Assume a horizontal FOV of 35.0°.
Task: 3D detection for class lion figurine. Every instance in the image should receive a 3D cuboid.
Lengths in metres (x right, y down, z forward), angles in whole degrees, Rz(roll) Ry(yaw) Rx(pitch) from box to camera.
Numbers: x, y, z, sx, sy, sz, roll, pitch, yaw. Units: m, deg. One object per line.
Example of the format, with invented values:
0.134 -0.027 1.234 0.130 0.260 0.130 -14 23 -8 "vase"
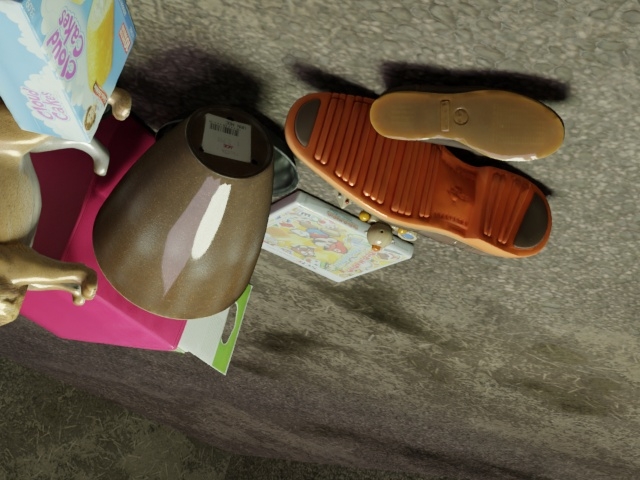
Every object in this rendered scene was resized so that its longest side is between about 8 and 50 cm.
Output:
-0.369 -0.047 1.174 0.240 0.392 0.142 11 172 -21 "lion figurine"

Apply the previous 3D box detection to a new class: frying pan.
-0.094 -0.086 1.388 0.197 0.053 0.326 4 156 28 "frying pan"

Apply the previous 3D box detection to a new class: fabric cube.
-0.333 -0.014 1.465 0.254 0.259 0.258 2 153 35 "fabric cube"

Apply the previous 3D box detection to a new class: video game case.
0.000 0.000 1.575 0.206 0.026 0.227 25 157 -22 "video game case"

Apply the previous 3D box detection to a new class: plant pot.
-0.146 -0.053 1.232 0.215 0.215 0.230 21 140 -12 "plant pot"

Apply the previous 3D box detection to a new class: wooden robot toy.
0.091 -0.016 1.395 0.173 0.079 0.076 19 159 -6 "wooden robot toy"

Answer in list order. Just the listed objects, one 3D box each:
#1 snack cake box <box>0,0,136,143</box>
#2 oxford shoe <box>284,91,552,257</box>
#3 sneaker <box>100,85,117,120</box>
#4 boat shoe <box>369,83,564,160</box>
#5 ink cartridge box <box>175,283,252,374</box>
-0.275 -0.229 1.024 0.089 0.152 0.264 13 159 7 "snack cake box"
0.099 -0.062 1.215 0.364 0.130 0.133 26 163 -24 "oxford shoe"
-0.373 -0.188 1.317 0.229 0.086 0.132 0 -175 -7 "sneaker"
0.159 -0.132 1.082 0.207 0.073 0.073 13 -163 17 "boat shoe"
-0.244 0.111 1.804 0.097 0.188 0.255 2 155 30 "ink cartridge box"
